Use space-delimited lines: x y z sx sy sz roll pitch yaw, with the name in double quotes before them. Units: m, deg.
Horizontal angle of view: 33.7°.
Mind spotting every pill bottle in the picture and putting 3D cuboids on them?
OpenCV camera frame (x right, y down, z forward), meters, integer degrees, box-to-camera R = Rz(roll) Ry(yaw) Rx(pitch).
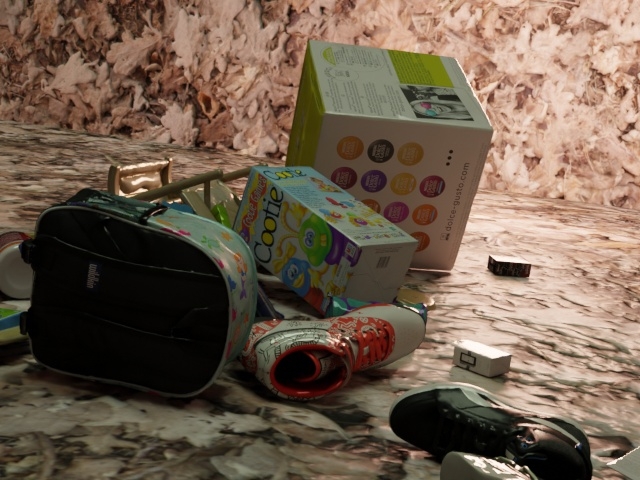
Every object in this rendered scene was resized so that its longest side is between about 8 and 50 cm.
"pill bottle" -0.472 0.032 1.637 0.086 0.086 0.152 1 12 -25

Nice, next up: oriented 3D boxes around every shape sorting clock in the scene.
"shape sorting clock" -0.466 0.112 1.332 0.206 0.040 0.206 3 9 0

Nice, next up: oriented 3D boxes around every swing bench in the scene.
"swing bench" -0.269 -0.081 2.180 0.255 0.165 0.253 4 10 19

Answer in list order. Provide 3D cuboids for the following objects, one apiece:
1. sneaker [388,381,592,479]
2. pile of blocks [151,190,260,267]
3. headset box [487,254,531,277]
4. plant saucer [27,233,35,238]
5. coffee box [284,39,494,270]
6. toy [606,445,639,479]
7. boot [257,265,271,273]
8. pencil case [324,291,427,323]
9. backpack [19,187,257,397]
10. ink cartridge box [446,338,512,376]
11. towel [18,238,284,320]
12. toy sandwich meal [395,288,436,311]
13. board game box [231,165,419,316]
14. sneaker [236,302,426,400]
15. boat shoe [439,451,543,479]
"sneaker" 0.175 0.207 1.094 0.217 0.079 0.121 9 9 7
"pile of blocks" -0.238 0.007 1.797 0.362 0.112 0.149 -1 52 -57
"headset box" 0.394 0.053 2.185 0.083 0.032 0.062 6 11 -9
"plant saucer" -0.423 0.026 1.811 0.188 0.045 0.188 13 13 33
"coffee box" 0.118 -0.175 2.155 0.334 0.337 0.338 5 34 -10
"toy" 0.420 0.244 1.110 0.237 0.056 0.137 -10 23 -42
"boot" -0.094 0.036 1.986 0.106 0.037 0.114 8 6 18
"pencil case" 0.080 0.116 1.569 0.152 0.064 0.070 6 27 -5
"backpack" -0.201 0.064 1.261 0.253 0.225 0.191 14 17 17
"ink cartridge box" 0.221 0.165 1.487 0.048 0.028 0.083 -4 15 -43
"towel" -0.228 0.061 1.482 0.336 0.040 0.243 8 -17 10
"toy sandwich meal" 0.153 0.107 1.772 0.085 0.029 0.085 14 17 -5
"board game box" 0.000 0.000 1.743 0.144 0.142 0.275 -4 31 -45
"sneaker" 0.034 0.144 1.336 0.270 0.090 0.145 -2 14 -21
"boat shoe" 0.181 0.238 0.939 0.070 0.078 0.219 2 10 -18
